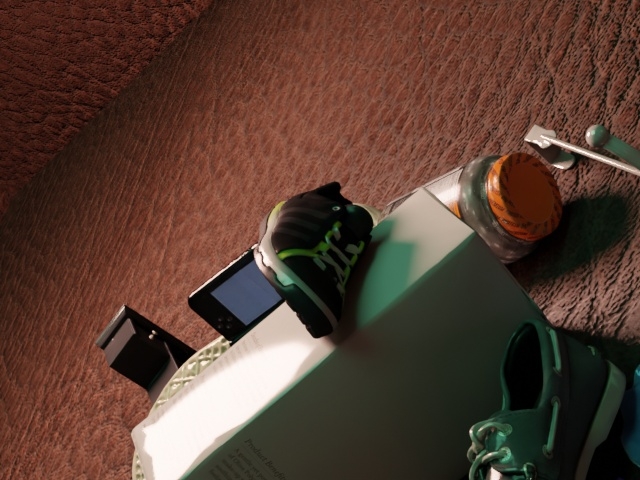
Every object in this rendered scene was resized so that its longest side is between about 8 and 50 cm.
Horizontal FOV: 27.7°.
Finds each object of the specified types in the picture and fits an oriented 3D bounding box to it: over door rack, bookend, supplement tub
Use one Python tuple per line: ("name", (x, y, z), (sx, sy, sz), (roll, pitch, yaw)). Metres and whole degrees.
("over door rack", (0.336, -0.171, 1.263), (0.239, 0.108, 0.324), (-54, 22, -3))
("bookend", (-0.222, 0.179, 1.800), (0.072, 0.157, 0.156), (-53, 21, 3))
("supplement tub", (0.158, -0.020, 1.384), (0.190, 0.117, 0.117), (-26, 35, 48))

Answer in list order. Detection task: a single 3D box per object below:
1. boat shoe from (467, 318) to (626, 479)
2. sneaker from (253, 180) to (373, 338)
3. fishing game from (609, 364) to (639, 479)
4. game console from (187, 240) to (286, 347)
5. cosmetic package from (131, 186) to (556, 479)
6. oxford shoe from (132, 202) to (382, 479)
("boat shoe", (0.148, 0.175, 1.010), (0.116, 0.099, 0.319), (-43, 5, 41))
("sneaker", (0.000, 0.000, 1.155), (0.097, 0.084, 0.234), (-34, 23, 8))
("fishing game", (0.301, 0.104, 1.023), (0.264, 0.041, 0.189), (-58, 20, -9))
("game console", (-0.058, 0.082, 1.430), (0.144, 0.124, 0.085), (-37, 28, 17))
("cosmetic package", (0.032, 0.150, 1.191), (0.365, 0.197, 0.155), (-39, 23, -1))
("oxford shoe", (-0.049, 0.154, 1.526), (0.449, 0.130, 0.169), (-50, 53, 7))
